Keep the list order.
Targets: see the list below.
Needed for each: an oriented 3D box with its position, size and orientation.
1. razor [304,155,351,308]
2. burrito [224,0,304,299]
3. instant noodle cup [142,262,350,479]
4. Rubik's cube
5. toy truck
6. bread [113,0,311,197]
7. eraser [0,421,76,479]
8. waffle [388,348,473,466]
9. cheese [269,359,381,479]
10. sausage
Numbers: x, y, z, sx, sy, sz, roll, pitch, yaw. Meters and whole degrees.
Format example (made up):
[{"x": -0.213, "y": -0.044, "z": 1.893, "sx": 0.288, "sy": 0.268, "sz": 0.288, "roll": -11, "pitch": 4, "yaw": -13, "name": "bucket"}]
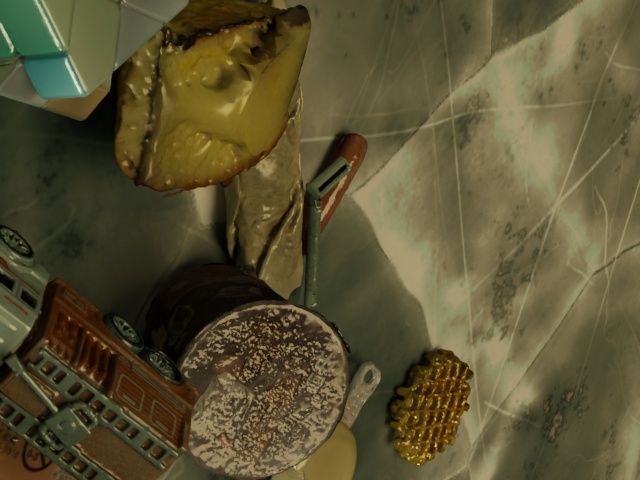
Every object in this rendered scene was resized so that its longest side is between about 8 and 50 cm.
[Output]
[{"x": -0.006, "y": -0.002, "z": 1.807, "sx": 0.084, "sy": 0.036, "sz": 0.211, "roll": -42, "pitch": 150, "yaw": -48, "name": "razor"}, {"x": -0.070, "y": -0.097, "z": 1.705, "sx": 0.117, "sy": 0.076, "sz": 0.392, "roll": -26, "pitch": 126, "yaw": -40, "name": "burrito"}, {"x": -0.098, "y": 0.137, "z": 1.638, "sx": 0.218, "sy": 0.207, "sz": 0.217, "roll": -7, "pitch": 109, "yaw": -20, "name": "instant noodle cup"}, {"x": -0.267, "y": -0.241, "z": 1.319, "sx": 0.224, "sy": 0.213, "sz": 0.265, "roll": -51, "pitch": 129, "yaw": -42, "name": "Rubik's cube"}, {"x": -0.271, "y": 0.130, "z": 1.409, "sx": 0.305, "sy": 0.162, "sz": 0.136, "roll": 42, "pitch": 102, "yaw": -18, "name": "toy truck"}, {"x": -0.141, "y": -0.160, "z": 1.525, "sx": 0.262, "sy": 0.163, "sz": 0.204, "roll": -15, "pitch": 118, "yaw": -51, "name": "bread"}, {"x": -0.332, "y": 0.241, "z": 1.554, "sx": 0.290, "sy": 0.087, "sz": 0.171, "roll": 38, "pitch": 75, "yaw": -51, "name": "eraser"}, {"x": 0.170, "y": 0.257, "z": 2.179, "sx": 0.191, "sy": 0.038, "sz": 0.191, "roll": -24, "pitch": 124, "yaw": -42, "name": "waffle"}, {"x": 0.014, "y": 0.295, "z": 1.990, "sx": 0.249, "sy": 0.071, "sz": 0.163, "roll": -42, "pitch": 134, "yaw": -31, "name": "cheese"}, {"x": 0.010, "y": -0.061, "z": 1.846, "sx": 0.040, "sy": 0.047, "sz": 0.176, "roll": 28, "pitch": 83, "yaw": -7, "name": "sausage"}]
